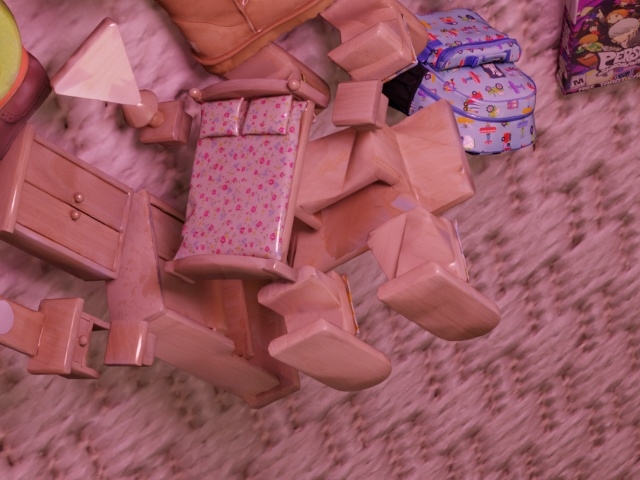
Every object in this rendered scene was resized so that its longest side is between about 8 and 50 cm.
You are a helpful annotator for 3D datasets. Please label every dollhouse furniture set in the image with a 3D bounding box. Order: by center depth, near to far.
[{"bbox_3d":[-0.143,-0.025,1.617,0.174,0.355,0.303,31,62,-51],"label":"dollhouse furniture set"},{"bbox_3d":[0.000,0.000,1.788,0.394,0.362,0.256,-28,146,24],"label":"dollhouse furniture set"}]

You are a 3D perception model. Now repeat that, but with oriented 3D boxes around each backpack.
[{"bbox_3d":[0.169,-0.175,1.907,0.158,0.173,0.117,-9,129,-35],"label":"backpack"}]

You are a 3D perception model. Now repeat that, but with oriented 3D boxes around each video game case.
[{"bbox_3d":[0.407,-0.271,2.033,0.232,0.042,0.210,-13,152,-4],"label":"video game case"}]

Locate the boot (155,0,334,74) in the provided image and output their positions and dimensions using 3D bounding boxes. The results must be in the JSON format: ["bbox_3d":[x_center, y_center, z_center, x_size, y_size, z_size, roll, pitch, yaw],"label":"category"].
[{"bbox_3d":[-0.089,-0.309,1.637,0.236,0.089,0.269,-42,139,-4],"label":"boot"}]

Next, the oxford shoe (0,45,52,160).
[{"bbox_3d":[-0.361,-0.074,1.602,0.271,0.097,0.098,-45,147,0],"label":"oxford shoe"}]

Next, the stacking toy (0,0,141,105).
[{"bbox_3d":[-0.251,-0.223,1.449,0.309,0.130,0.279,-4,114,-21],"label":"stacking toy"}]
